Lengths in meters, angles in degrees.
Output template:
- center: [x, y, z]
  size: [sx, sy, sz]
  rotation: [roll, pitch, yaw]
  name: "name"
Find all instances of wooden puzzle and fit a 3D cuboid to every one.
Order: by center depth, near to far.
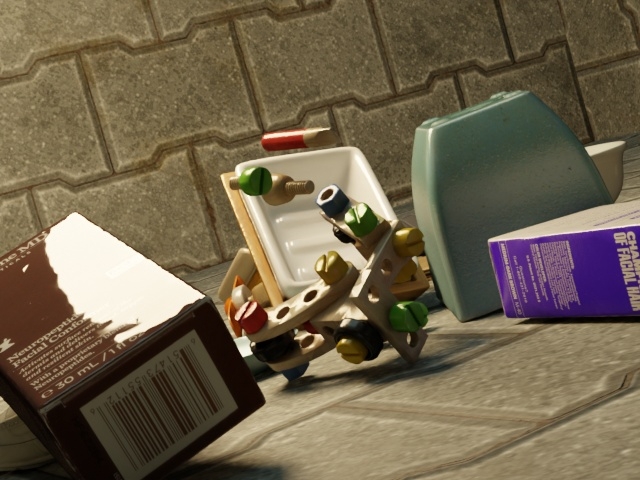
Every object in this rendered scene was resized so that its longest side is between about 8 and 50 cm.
- center: [-0.060, 0.053, 2.509]
  size: [0.238, 0.044, 0.221]
  rotation: [-11, -22, -23]
  name: "wooden puzzle"

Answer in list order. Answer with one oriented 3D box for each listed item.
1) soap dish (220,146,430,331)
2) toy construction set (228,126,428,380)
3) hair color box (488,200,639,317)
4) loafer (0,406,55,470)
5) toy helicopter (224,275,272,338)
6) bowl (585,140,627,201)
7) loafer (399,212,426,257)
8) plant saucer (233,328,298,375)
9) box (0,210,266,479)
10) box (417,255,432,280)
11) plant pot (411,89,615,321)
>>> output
- center: [0.000, 0.000, 1.941]
  size: [0.229, 0.291, 0.118]
  rotation: [-10, -42, -17]
  name: "soap dish"
- center: [0.039, 0.014, 1.568]
  size: [0.257, 0.309, 0.237]
  rotation: [-29, 16, -34]
  name: "toy construction set"
- center: [0.364, 0.015, 1.476]
  size: [0.185, 0.110, 0.339]
  rotation: [-16, 2, -27]
  name: "hair color box"
- center: [-0.304, 0.198, 1.532]
  size: [0.319, 0.111, 0.112]
  rotation: [-13, 5, 31]
  name: "loafer"
- center: [-0.063, 0.089, 2.184]
  size: [0.235, 0.140, 0.355]
  rotation: [-24, -5, -14]
  name: "toy helicopter"
- center: [0.388, -0.067, 2.243]
  size: [0.297, 0.134, 0.298]
  rotation: [-16, 5, 1]
  name: "bowl"
- center: [0.248, -0.011, 2.515]
  size: [0.302, 0.095, 0.109]
  rotation: [-23, 37, -26]
  name: "loafer"
- center: [-0.119, 0.164, 1.784]
  size: [0.195, 0.037, 0.195]
  rotation: [-16, 4, 1]
  name: "plant saucer"
- center: [-0.234, 0.107, 1.349]
  size: [0.191, 0.143, 0.381]
  rotation: [-35, 26, -18]
  name: "box"
- center: [0.181, 0.048, 2.284]
  size: [0.164, 0.021, 0.201]
  rotation: [-16, 4, -5]
  name: "box"
- center: [0.245, -0.065, 1.796]
  size: [0.247, 0.252, 0.247]
  rotation: [-21, 6, 0]
  name: "plant pot"
